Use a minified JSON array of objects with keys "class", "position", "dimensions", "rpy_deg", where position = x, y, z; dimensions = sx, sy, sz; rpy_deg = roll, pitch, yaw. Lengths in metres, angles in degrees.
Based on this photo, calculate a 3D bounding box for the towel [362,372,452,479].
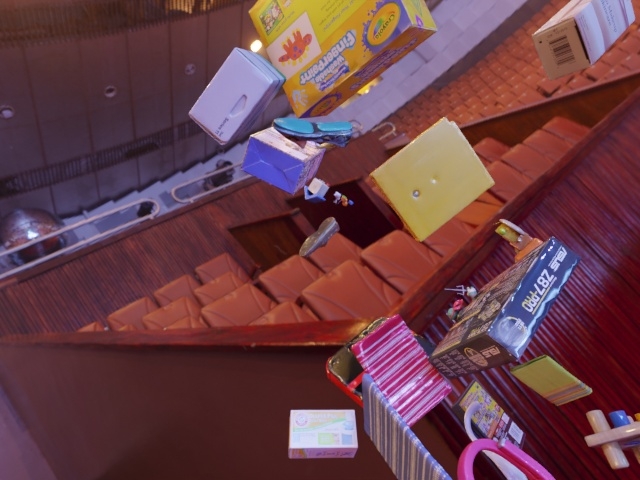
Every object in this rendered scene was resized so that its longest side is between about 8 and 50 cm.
[{"class":"towel","position":[0.204,0.517,1.004],"dimensions":[0.040,0.336,0.244],"rpy_deg":[-19,-58,-20]}]

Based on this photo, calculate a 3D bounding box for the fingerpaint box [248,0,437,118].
[{"class":"fingerpaint box","position":[0.045,-0.629,1.155],"dimensions":[0.444,0.372,0.163],"rpy_deg":[-25,0,43]}]

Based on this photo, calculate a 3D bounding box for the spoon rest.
[{"class":"spoon rest","position":[0.518,0.630,1.207],"dimensions":[0.084,0.277,0.137],"rpy_deg":[-34,-47,10]}]

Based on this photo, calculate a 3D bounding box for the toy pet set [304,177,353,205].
[{"class":"toy pet set","position":[0.013,-0.126,1.174],"dimensions":[0.114,0.122,0.065],"rpy_deg":[19,-71,-52]}]

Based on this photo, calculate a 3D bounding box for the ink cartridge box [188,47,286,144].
[{"class":"ink cartridge box","position":[-0.154,-0.285,0.796],"dimensions":[0.153,0.086,0.208],"rpy_deg":[-47,14,17]}]

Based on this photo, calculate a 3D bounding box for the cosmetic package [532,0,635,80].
[{"class":"cosmetic package","position":[0.772,-0.621,1.179],"dimensions":[0.296,0.153,0.129],"rpy_deg":[-44,20,-21]}]

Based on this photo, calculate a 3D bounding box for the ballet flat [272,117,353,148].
[{"class":"ballet flat","position":[-0.018,-0.238,0.924],"dimensions":[0.188,0.070,0.070],"rpy_deg":[1,-21,-11]}]

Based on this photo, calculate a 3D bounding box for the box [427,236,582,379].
[{"class":"box","position":[0.461,0.196,1.062],"dimensions":[0.318,0.097,0.395],"rpy_deg":[-43,-15,-21]}]

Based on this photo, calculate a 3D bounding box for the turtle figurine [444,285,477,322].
[{"class":"turtle figurine","position":[0.506,0.259,1.336],"dimensions":[0.118,0.233,0.176],"rpy_deg":[-45,-28,-66]}]

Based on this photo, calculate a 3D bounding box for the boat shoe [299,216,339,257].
[{"class":"boat shoe","position":[0.000,0.000,1.425],"dimensions":[0.178,0.060,0.064],"rpy_deg":[-47,31,-7]}]

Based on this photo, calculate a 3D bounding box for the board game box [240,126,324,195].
[{"class":"board game box","position":[-0.140,-0.328,1.602],"dimensions":[0.141,0.231,0.291],"rpy_deg":[-66,-5,28]}]

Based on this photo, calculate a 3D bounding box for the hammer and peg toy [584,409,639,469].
[{"class":"hammer and peg toy","position":[0.830,0.463,0.965],"dimensions":[0.361,0.128,0.266],"rpy_deg":[22,-47,-32]}]

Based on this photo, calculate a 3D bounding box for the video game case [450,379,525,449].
[{"class":"video game case","position":[0.590,0.633,1.408],"dimensions":[0.035,0.248,0.274],"rpy_deg":[-52,-25,22]}]

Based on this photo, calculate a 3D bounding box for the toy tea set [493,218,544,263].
[{"class":"toy tea set","position":[0.665,0.045,1.323],"dimensions":[0.335,0.200,0.124],"rpy_deg":[13,-66,-53]}]

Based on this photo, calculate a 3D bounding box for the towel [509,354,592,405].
[{"class":"towel","position":[0.590,0.358,1.031],"dimensions":[0.102,0.237,0.021],"rpy_deg":[-40,29,29]}]

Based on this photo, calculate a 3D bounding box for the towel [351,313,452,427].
[{"class":"towel","position":[0.238,0.375,1.182],"dimensions":[0.198,0.275,0.031],"rpy_deg":[-28,-17,-23]}]

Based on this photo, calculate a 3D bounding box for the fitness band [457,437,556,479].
[{"class":"fitness band","position":[0.483,0.631,1.002],"dimensions":[0.209,0.290,0.054],"rpy_deg":[-42,-20,-40]}]

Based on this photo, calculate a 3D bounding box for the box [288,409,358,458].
[{"class":"box","position":[0.004,0.595,1.242],"dimensions":[0.202,0.114,0.103],"rpy_deg":[2,-44,-5]}]

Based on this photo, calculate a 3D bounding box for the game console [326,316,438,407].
[{"class":"game console","position":[0.246,0.487,1.627],"dimensions":[0.386,0.341,0.060],"rpy_deg":[-35,-52,-24]}]

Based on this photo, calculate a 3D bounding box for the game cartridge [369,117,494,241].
[{"class":"game cartridge","position":[0.371,-0.202,1.339],"dimensions":[0.323,0.285,0.052],"rpy_deg":[-38,9,-1]}]
